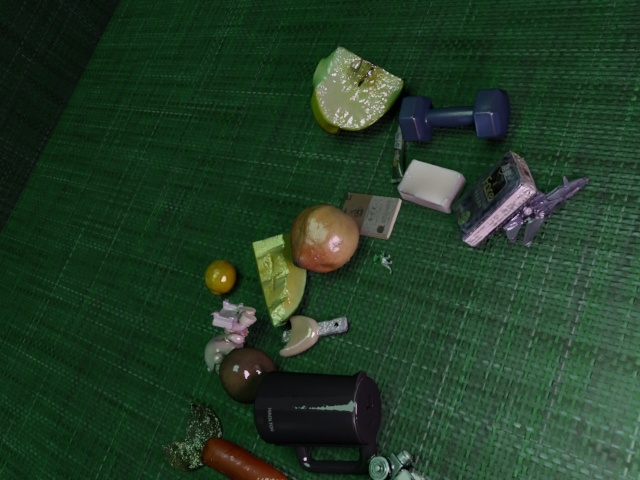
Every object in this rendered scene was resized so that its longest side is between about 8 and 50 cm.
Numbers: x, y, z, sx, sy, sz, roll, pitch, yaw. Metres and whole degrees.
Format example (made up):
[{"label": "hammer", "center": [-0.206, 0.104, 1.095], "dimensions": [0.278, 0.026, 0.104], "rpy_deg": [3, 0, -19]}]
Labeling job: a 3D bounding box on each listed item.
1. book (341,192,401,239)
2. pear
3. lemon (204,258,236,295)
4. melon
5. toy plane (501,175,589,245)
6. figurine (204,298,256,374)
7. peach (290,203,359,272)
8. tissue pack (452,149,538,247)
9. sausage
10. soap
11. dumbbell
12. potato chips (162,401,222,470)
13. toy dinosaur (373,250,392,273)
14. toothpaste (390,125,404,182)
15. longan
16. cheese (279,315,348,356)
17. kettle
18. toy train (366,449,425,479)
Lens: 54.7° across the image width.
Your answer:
[{"label": "book", "center": [0.152, -0.081, 1.979], "dimensions": [0.199, 0.016, 0.138], "rpy_deg": [10, 74, 36]}, {"label": "pear", "center": [0.100, -0.485, 2.092], "dimensions": [0.282, 0.286, 0.176], "rpy_deg": [-63, 6, 9]}, {"label": "lemon", "center": [-0.347, 0.127, 2.139], "dimensions": [0.109, 0.109, 0.133], "rpy_deg": [10, 80, 35]}, {"label": "melon", "center": [-0.136, 0.133, 1.996], "dimensions": [0.196, 0.124, 0.323], "rpy_deg": [-20, 64, 25]}, {"label": "toy plane", "center": [0.595, -0.106, 1.663], "dimensions": [0.267, 0.088, 0.212], "rpy_deg": [-36, 30, 10]}, {"label": "figurine", "center": [-0.302, 0.327, 1.965], "dimensions": [0.182, 0.144, 0.256], "rpy_deg": [-117, 41, -66]}, {"label": "peach", "center": [0.000, 0.000, 1.914], "dimensions": [0.232, 0.232, 0.232], "rpy_deg": [-14, 61, 27]}, {"label": "tissue pack", "center": [0.469, -0.111, 1.684], "dimensions": [0.235, 0.073, 0.173], "rpy_deg": [-48, 24, 33]}, {"label": "sausage", "center": [-0.219, 0.668, 1.808], "dimensions": [0.330, 0.102, 0.102], "rpy_deg": [15, 77, 37]}, {"label": "soap", "center": [0.333, -0.165, 1.875], "dimensions": [0.183, 0.064, 0.121], "rpy_deg": [24, 81, 37]}, {"label": "dumbbell", "center": [0.403, -0.377, 1.881], "dimensions": [0.325, 0.144, 0.160], "rpy_deg": [3, 68, 35]}, {"label": "potato chips", "center": [-0.412, 0.638, 1.988], "dimensions": [0.202, 0.029, 0.220], "rpy_deg": [39, 89, 36]}, {"label": "toy dinosaur", "center": [0.187, 0.066, 1.885], "dimensions": [0.062, 0.021, 0.083], "rpy_deg": [-16, 56, 34]}, {"label": "toothpaste", "center": [0.254, -0.280, 2.001], "dimensions": [0.049, 0.031, 0.204], "rpy_deg": [-8, 66, 31]}, {"label": "longan", "center": [-0.220, 0.408, 1.876], "dimensions": [0.167, 0.187, 0.167], "rpy_deg": [-21, 42, 21]}, {"label": "cheese", "center": [-0.022, 0.279, 1.896], "dimensions": [0.235, 0.050, 0.127], "rpy_deg": [-15, 60, 27]}, {"label": "kettle", "center": [-0.007, 0.492, 1.695], "dimensions": [0.308, 0.203, 0.262], "rpy_deg": [-5, 63, 27]}, {"label": "toy train", "center": [0.152, 0.656, 1.567], "dimensions": [0.269, 0.115, 0.154], "rpy_deg": [-46, 46, 4]}]
